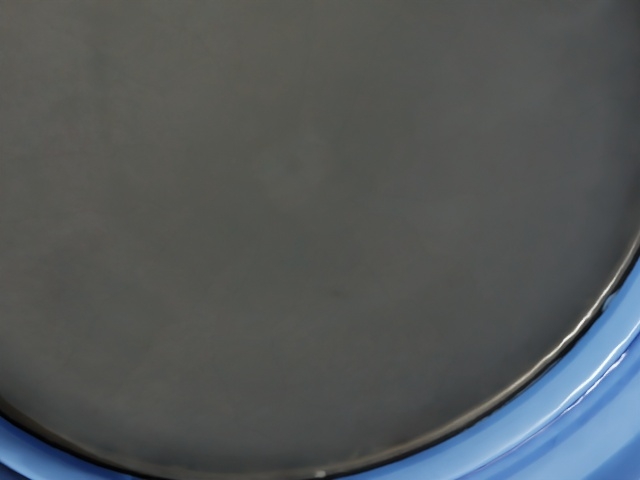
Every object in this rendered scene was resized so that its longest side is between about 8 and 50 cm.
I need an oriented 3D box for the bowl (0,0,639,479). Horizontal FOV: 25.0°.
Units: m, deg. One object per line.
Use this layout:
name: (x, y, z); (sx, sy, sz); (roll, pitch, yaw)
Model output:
bowl: (-0.008, -0.018, 0.543); (0.391, 0.391, 0.077); (45, -168, -29)
